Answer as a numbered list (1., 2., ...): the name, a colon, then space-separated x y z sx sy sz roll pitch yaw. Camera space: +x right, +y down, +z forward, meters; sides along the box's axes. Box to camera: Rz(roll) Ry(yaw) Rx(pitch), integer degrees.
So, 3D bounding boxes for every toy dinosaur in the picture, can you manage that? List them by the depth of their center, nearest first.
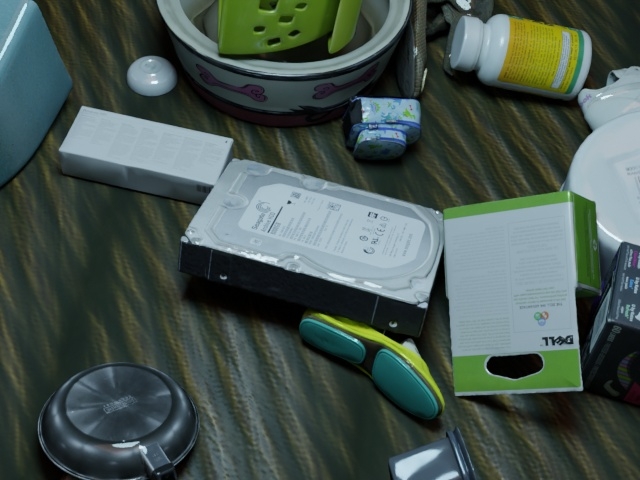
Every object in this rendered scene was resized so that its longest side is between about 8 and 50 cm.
1. toy dinosaur: 0.234 -0.422 1.833 0.160 0.121 0.313 -7 48 6

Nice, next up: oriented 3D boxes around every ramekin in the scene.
1. ramekin: 0.475 -0.052 1.510 0.277 0.135 0.277 -3 63 7

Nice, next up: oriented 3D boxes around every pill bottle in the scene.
1. pill bottle: 0.323 -0.303 1.732 0.208 0.117 0.117 10 51 -7

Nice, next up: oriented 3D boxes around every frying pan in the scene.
1. frying pan: -0.233 0.255 1.264 0.197 0.053 0.326 -3 37 -14

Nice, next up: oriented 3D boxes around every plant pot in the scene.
1. plant pot: -0.534 -0.200 1.523 0.247 0.248 0.252 14 70 6
2. plant pot: -0.039 -0.416 1.554 0.207 0.227 0.228 5 51 -8

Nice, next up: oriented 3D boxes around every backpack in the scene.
1. backpack: 0.098 -0.171 1.637 0.114 0.105 0.084 -3 75 -9

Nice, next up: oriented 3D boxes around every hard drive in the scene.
1. hard drive: 0.000 0.000 1.477 0.339 0.064 0.237 15 35 8

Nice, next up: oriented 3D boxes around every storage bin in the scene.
1. storage bin: 0.133 0.297 1.259 0.091 0.135 0.098 -15 54 -2

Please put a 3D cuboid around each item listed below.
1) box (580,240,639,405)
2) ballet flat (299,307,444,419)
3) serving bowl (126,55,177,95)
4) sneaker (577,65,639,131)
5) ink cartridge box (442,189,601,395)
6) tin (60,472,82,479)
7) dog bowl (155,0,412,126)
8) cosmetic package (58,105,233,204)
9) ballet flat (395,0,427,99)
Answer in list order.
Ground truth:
1. box: 0.493 0.135 1.387 0.270 0.165 0.143 16 52 8
2. ballet flat: 0.079 0.146 1.406 0.231 0.077 0.077 31 42 20
3. serving bowl: -0.274 -0.273 1.727 0.083 0.027 0.083 2 51 -3
4. sneaker: 0.559 -0.243 1.722 0.305 0.114 0.152 -20 57 -19
5. ink cartridge box: 0.270 0.076 1.416 0.189 0.097 0.255 -8 78 34
6. tin: -0.274 0.333 1.249 0.106 0.040 0.189 13 52 11
7. dog bowl: -0.061 -0.355 1.734 0.408 0.150 0.408 2 52 -3
8. cosmetic package: -0.258 -0.125 1.592 0.239 0.060 0.099 13 54 5
9. ballet flat: 0.159 -0.350 1.753 0.058 0.084 0.249 4 75 -20
